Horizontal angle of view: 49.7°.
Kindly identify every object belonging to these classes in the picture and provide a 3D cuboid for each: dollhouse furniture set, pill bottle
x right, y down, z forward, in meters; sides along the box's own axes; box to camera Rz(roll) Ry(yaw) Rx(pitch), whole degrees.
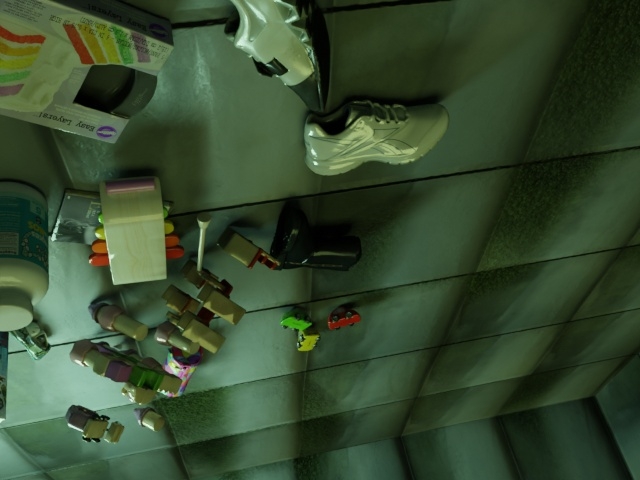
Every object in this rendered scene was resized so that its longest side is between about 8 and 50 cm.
[{"bbox_3d":[-0.223,0.113,1.570,0.135,0.262,0.259,37,87,-25],"label":"dollhouse furniture set"},{"bbox_3d":[-0.583,0.031,1.286,0.146,0.264,0.146,-10,148,-7],"label":"pill bottle"}]

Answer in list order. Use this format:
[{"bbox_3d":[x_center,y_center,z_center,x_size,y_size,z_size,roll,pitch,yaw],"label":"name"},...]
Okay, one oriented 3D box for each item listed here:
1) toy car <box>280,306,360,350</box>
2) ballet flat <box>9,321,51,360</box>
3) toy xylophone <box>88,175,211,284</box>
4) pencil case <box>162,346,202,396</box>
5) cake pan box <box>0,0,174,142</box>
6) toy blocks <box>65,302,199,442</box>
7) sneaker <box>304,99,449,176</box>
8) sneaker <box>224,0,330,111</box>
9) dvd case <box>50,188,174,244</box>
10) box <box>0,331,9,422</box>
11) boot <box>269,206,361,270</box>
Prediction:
[{"bbox_3d":[-0.031,0.238,2.022,0.239,0.053,0.225,-35,142,27],"label":"toy car"},{"bbox_3d":[-0.732,0.238,1.744,0.070,0.070,0.188,-10,149,-7],"label":"ballet flat"},{"bbox_3d":[-0.359,-0.005,1.457,0.236,0.081,0.323,-1,145,-22],"label":"toy xylophone"},{"bbox_3d":[-0.418,0.377,2.036,0.104,0.104,0.236,2,145,-24],"label":"pencil case"},{"bbox_3d":[-0.392,-0.277,1.080,0.267,0.070,0.246,13,140,-37],"label":"cake pan box"},{"bbox_3d":[-0.531,0.325,1.778,0.260,0.309,0.288,18,171,29],"label":"toy blocks"},{"bbox_3d":[0.108,-0.214,1.345,0.297,0.111,0.129,-15,142,-1],"label":"sneaker"},{"bbox_3d":[-0.070,-0.327,1.109,0.146,0.122,0.330,-2,151,14],"label":"sneaker"},{"bbox_3d":[-0.442,-0.039,1.466,0.221,0.018,0.164,6,142,-30],"label":"dvd case"},{"bbox_3d":[-0.830,0.313,1.643,0.044,0.233,0.159,-33,144,28],"label":"box"},{"bbox_3d":[0.000,0.000,1.629,0.207,0.094,0.246,0,152,-15],"label":"boot"}]
